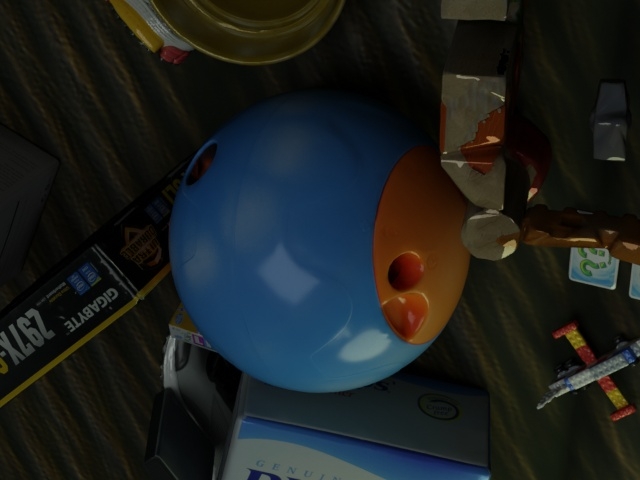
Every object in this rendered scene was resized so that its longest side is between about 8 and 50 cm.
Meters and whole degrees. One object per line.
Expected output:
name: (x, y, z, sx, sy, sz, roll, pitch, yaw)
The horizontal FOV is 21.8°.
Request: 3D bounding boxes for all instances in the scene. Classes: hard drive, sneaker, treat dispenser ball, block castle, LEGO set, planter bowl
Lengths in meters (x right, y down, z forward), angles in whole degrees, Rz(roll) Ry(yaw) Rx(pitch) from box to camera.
hard drive: (-0.148, 0.227, 1.750, 0.022, 0.135, 0.094, -31, 112, 13)
sneaker: (-0.190, -0.285, 1.666, 0.093, 0.088, 0.225, -43, 93, 14)
treat dispenser ball: (0.000, 0.000, 1.575, 0.288, 0.288, 0.288, 10, 118, 20)
block castle: (0.265, -0.200, 1.420, 0.303, 0.213, 0.453, 5, 124, 9)
LEGO set: (0.317, 0.105, 1.636, 0.182, 0.060, 0.244, 15, 120, 22)
planter bowl: (-0.063, -0.285, 1.587, 0.217, 0.090, 0.217, 8, 120, 14)
sneaker: (-0.110, 0.180, 1.851, 0.108, 0.100, 0.271, -4, 119, 16)

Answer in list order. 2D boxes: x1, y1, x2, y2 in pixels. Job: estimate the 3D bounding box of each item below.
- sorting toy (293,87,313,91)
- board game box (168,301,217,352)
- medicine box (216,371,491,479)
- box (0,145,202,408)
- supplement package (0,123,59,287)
sorting toy: (-0.034, -0.117, 1.694, 0.061, 0.042, 0.102, 13, 115, -23)
board game box: (-0.078, 0.050, 1.730, 0.103, 0.154, 0.026, 17, 147, 15)
medicine box: (0.019, 0.281, 1.759, 0.263, 0.149, 0.289, 12, 121, -3)
box: (-0.251, 0.053, 1.747, 0.322, 0.257, 0.079, -36, 96, 33)
supplement package: (-0.447, -0.009, 1.783, 0.177, 0.293, 0.175, 32, 123, 8)
